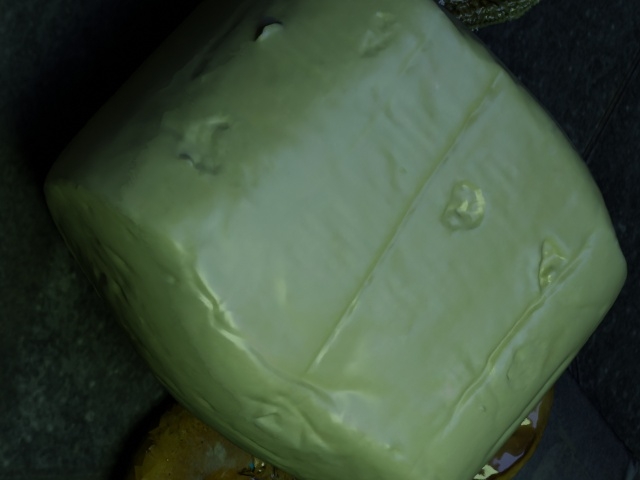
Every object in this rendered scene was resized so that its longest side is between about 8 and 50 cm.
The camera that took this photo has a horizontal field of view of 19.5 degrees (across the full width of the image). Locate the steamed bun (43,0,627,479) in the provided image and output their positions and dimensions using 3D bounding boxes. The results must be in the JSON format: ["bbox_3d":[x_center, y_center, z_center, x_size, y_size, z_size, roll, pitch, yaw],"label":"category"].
[{"bbox_3d":[0.000,0.000,1.564,0.371,0.290,0.456,-49,117,-16],"label":"steamed bun"}]

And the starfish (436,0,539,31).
[{"bbox_3d":[0.098,-0.228,1.774,0.357,0.078,0.347,25,98,-36],"label":"starfish"}]

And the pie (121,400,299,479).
[{"bbox_3d":[-0.105,0.271,1.695,0.273,0.069,0.273,-21,117,-49],"label":"pie"}]

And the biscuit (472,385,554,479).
[{"bbox_3d":[0.087,0.153,1.739,0.274,0.091,0.213,-9,70,-10],"label":"biscuit"}]

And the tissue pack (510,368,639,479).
[{"bbox_3d":[0.169,0.248,1.958,0.288,0.124,0.394,-58,136,-20],"label":"tissue pack"}]
